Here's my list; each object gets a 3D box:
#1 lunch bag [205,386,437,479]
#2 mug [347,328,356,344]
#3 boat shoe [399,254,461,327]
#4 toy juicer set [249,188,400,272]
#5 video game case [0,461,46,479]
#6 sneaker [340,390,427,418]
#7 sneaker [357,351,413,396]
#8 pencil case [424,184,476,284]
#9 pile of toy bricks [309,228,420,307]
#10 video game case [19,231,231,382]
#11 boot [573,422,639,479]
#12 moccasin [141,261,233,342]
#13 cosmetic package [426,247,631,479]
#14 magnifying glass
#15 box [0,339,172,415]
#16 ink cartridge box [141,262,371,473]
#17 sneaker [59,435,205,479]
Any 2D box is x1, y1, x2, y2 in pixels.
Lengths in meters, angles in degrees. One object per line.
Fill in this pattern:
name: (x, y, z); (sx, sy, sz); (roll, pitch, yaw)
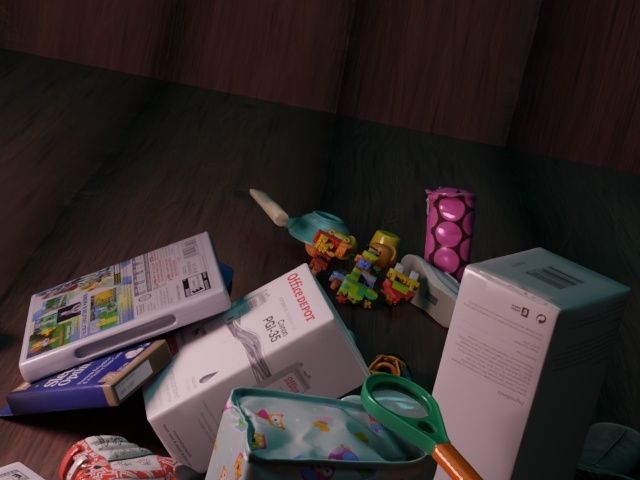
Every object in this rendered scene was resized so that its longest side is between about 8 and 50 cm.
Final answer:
lunch bag: (0.002, 0.303, 1.560); (0.262, 0.223, 0.160); (6, 25, -20)
mug: (-0.040, 0.167, 2.113); (0.157, 0.097, 0.129); (24, 22, 31)
boat shoe: (0.226, 0.101, 2.505); (0.081, 0.079, 0.227); (10, 22, -33)
toy juicer set: (0.000, 0.000, 2.608); (0.329, 0.090, 0.209); (20, 13, -3)
video game case: (-0.374, 0.340, 1.542); (0.206, 0.026, 0.227); (24, 22, 33)
sneaker: (0.049, 0.290, 1.824); (0.292, 0.108, 0.169); (-3, 23, -11)
sneaker: (0.105, 0.215, 2.085); (0.084, 0.083, 0.215); (12, 18, 7)
pencil case: (0.245, 0.000, 2.585); (0.098, 0.209, 0.095); (1, 10, -14)
pile of toy bricks: (0.065, 0.077, 2.459); (0.212, 0.118, 0.105); (28, 48, -1)
video game case: (-0.288, 0.090, 1.954); (0.299, 0.036, 0.329); (-20, 17, -3)
boot: (0.445, 0.342, 1.959); (0.189, 0.076, 0.208); (25, 16, 28)
moccasin: (-0.212, 0.135, 2.089); (0.137, 0.117, 0.342); (24, 22, 11)
cosmetic package: (0.255, 0.214, 1.741); (0.155, 0.366, 0.197); (27, 22, 33)
magnifying glass: (0.124, 0.225, 1.516); (0.092, 0.026, 0.231); (2, 27, -35)
box: (-0.330, 0.188, 1.812); (0.225, 0.037, 0.136); (-10, 17, 31)
ink cartridge box: (-0.097, 0.173, 1.823); (0.283, 0.117, 0.207); (-29, 24, 0)
sneaker: (-0.265, 0.303, 1.541); (0.145, 0.090, 0.270); (20, 17, 27)
